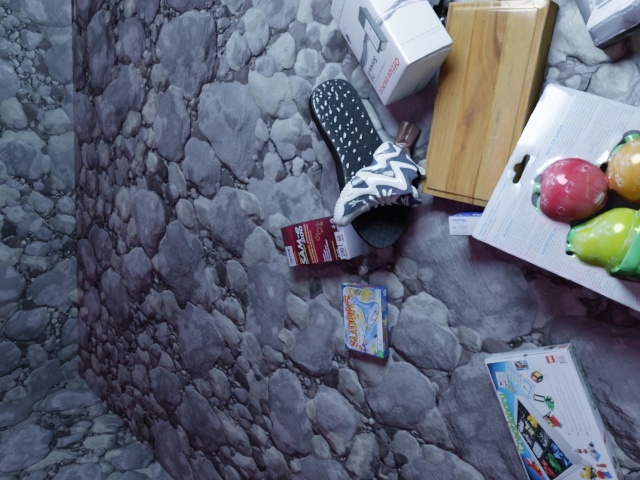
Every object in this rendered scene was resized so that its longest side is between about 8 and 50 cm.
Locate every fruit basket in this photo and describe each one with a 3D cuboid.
[{"bbox_3d":[0.510,-0.077,0.862,0.353,0.166,0.326,28,98,30],"label":"fruit basket"}]

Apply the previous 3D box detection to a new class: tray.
[{"bbox_3d":[0.350,-0.286,1.033,0.203,0.076,0.410,18,112,36],"label":"tray"}]

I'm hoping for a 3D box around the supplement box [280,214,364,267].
[{"bbox_3d":[0.000,0.000,1.402,0.240,0.073,0.130,-11,94,42],"label":"supplement box"}]

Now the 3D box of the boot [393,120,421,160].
[{"bbox_3d":[0.227,-0.229,1.176,0.107,0.037,0.114,23,94,-4],"label":"boot"}]

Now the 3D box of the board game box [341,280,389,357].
[{"bbox_3d":[0.128,0.224,1.374,0.136,0.035,0.200,5,104,39],"label":"board game box"}]

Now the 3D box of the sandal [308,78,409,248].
[{"bbox_3d":[0.101,-0.194,1.235,0.107,0.168,0.444,149,101,-78],"label":"sandal"}]

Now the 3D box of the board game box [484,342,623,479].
[{"bbox_3d":[0.516,0.393,1.076,0.193,0.053,0.304,-22,87,41],"label":"board game box"}]

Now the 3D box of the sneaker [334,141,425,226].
[{"bbox_3d":[0.149,-0.101,1.107,0.153,0.235,0.094,35,166,21],"label":"sneaker"}]

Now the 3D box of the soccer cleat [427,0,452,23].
[{"bbox_3d":[0.251,-0.604,1.022,0.121,0.094,0.288,39,123,30],"label":"soccer cleat"}]

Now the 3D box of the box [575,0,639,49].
[{"bbox_3d":[0.537,-0.527,0.809,0.243,0.077,0.307,-23,86,42],"label":"box"}]

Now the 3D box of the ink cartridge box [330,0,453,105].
[{"bbox_3d":[0.144,-0.467,1.048,0.272,0.115,0.198,61,170,5],"label":"ink cartridge box"}]

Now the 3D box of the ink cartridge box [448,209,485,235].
[{"bbox_3d":[0.396,-0.039,1.039,0.207,0.097,0.046,1,102,40],"label":"ink cartridge box"}]
